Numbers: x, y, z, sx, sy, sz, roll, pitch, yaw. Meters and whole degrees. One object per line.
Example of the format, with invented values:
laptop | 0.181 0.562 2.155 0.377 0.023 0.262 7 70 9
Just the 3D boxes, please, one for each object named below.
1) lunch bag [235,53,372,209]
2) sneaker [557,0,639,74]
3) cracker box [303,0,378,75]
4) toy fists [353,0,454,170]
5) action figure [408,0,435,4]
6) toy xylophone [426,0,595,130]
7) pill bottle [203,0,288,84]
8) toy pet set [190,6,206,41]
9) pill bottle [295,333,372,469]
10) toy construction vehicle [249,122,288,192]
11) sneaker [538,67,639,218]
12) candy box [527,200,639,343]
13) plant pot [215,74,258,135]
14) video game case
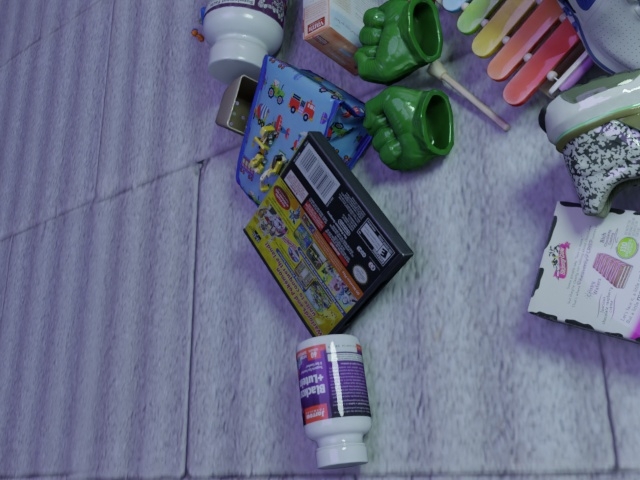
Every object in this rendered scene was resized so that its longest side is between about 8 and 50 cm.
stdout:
lunch bag | -0.054 -0.157 1.286 0.221 0.138 0.293 41 112 37
sneaker | 0.371 -0.325 0.837 0.315 0.182 0.127 42 85 -1
cracker box | 0.039 -0.442 1.268 0.067 0.155 0.232 -15 66 36
toy fists | 0.127 -0.254 1.137 0.142 0.096 0.279 -6 94 53
action figure | 0.206 -0.484 1.163 0.280 0.139 0.092 -36 54 28
toy xylophone | 0.288 -0.313 1.061 0.322 0.081 0.236 44 106 36
pill bottle | -0.152 -0.481 1.432 0.169 0.169 0.302 -5 73 39
toy pet set | -0.266 -0.523 1.608 0.122 0.065 0.114 -51 50 15
pill bottle | 0.023 0.254 1.086 0.108 0.108 0.194 -24 62 32
toy construction vehicle | -0.100 -0.147 1.240 0.086 0.035 0.098 56 133 25
sneaker | 0.477 -0.123 0.806 0.410 0.158 0.182 -14 76 31
candy box | 0.398 0.048 0.867 0.233 0.071 0.159 14 85 41
plant pot | -0.153 -0.261 1.410 0.096 0.109 0.109 7 80 53
video game case | 0.000 0.000 1.162 0.275 0.035 0.248 55 127 23
